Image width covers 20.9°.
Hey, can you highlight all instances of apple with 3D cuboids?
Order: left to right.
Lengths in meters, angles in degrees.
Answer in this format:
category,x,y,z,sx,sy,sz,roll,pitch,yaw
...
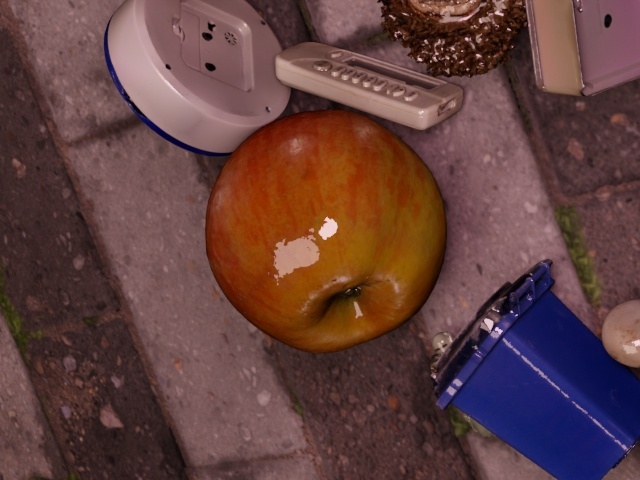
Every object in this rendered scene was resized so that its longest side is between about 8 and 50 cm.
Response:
category,x,y,z,sx,sy,sz,roll,pitch,yaw
apple,0.000,0.000,2.030,0.302,0.301,0.301,16,118,32

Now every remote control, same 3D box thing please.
category,x,y,z,sx,sy,sz,roll,pitch,yaw
remote control,0.053,-0.180,2.050,0.230,0.090,0.049,21,122,31

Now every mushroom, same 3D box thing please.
category,x,y,z,sx,sy,sz,roll,pitch,yaw
mushroom,0.361,0.110,1.958,0.085,0.085,0.079,23,156,29

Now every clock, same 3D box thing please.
category,x,y,z,sx,sy,sz,roll,pitch,yaw
clock,-0.145,-0.217,2.094,0.230,0.230,0.083,53,130,7
clock,0.285,-0.258,1.799,0.071,0.147,0.192,10,116,50

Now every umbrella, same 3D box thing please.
category,x,y,z,sx,sy,sz,roll,pitch,yaw
umbrella,0.180,0.175,2.126,0.067,0.062,0.143,-30,91,14

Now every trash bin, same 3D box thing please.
category,x,y,z,sx,sy,sz,roll,pitch,yaw
trash bin,0.268,0.162,1.993,0.234,0.162,0.184,41,129,10

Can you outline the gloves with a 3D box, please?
category,x,y,z,sx,sy,sz,roll,pitch,yaw
gloves,0.168,-0.326,1.864,0.210,0.135,0.312,23,104,8
